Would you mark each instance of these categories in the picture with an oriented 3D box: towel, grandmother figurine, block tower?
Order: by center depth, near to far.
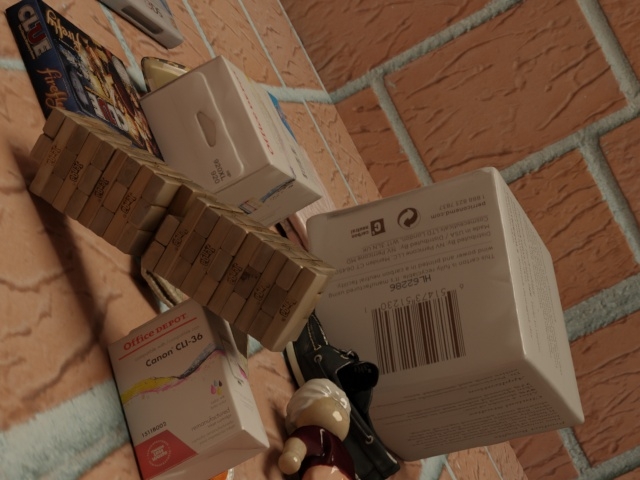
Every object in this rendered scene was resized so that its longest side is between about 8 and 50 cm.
[{"bbox_3d":[-0.141,-0.012,1.474,0.335,0.091,0.097,33,9,21],"label":"block tower"},{"bbox_3d":[0.016,0.310,1.833,0.342,0.104,0.208,-100,169,-50],"label":"grandmother figurine"},{"bbox_3d":[0.000,0.000,2.633,0.317,0.053,0.332,61,13,-8],"label":"towel"}]

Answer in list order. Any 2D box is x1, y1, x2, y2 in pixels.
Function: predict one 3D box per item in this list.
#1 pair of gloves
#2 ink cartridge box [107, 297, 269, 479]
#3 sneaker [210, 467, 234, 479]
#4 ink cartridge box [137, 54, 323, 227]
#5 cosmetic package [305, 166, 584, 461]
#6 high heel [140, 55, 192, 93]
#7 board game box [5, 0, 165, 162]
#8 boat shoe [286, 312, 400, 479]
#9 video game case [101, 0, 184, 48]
[{"bbox_3d":[-0.157,0.057,1.788,0.240,0.042,0.204,53,18,-35],"label":"pair of gloves"},{"bbox_3d":[-0.139,0.139,1.462,0.067,0.115,0.198,46,18,-55],"label":"ink cartridge box"},{"bbox_3d":[-0.125,0.196,1.537,0.067,0.064,0.175,46,15,-27],"label":"sneaker"},{"bbox_3d":[-0.132,-0.113,1.971,0.171,0.168,0.232,65,11,17],"label":"ink cartridge box"},{"bbox_3d":[0.206,0.135,2.384,0.394,0.329,0.327,45,33,-59],"label":"cosmetic package"},{"bbox_3d":[-0.202,-0.206,2.186,0.261,0.093,0.186,44,1,-35],"label":"high heel"},{"bbox_3d":[-0.281,-0.180,1.777,0.165,0.042,0.243,66,11,18],"label":"board game box"},{"bbox_3d":[0.035,0.218,2.100,0.127,0.113,0.340,53,14,-40],"label":"boat shoe"},{"bbox_3d":[-0.336,-0.478,2.269,0.329,0.036,0.300,65,11,14],"label":"video game case"}]
